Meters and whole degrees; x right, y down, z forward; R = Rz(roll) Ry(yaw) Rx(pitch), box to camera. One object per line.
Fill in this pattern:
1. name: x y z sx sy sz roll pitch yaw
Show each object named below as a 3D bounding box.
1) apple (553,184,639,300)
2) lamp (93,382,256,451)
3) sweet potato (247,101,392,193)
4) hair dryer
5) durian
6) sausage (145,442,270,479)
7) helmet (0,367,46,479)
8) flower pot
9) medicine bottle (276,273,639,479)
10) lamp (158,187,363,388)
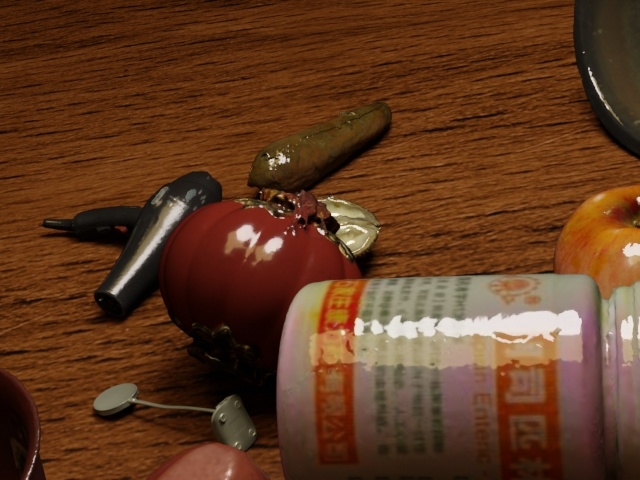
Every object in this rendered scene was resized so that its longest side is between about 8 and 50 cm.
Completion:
1. apple: 0.336 0.033 1.266 0.209 0.164 0.209 -10 31 6
2. lamp: -0.157 0.183 1.307 0.198 0.056 0.050 1 33 38
3. sweet potato: 0.012 -0.135 1.717 0.273 0.075 0.075 -32 38 -34
4. hair dryer: -0.270 0.004 1.604 0.272 0.091 0.235 0 42 39
5. durian: 0.001 0.003 1.498 0.140 0.071 0.110 -3 35 -19
6. sausage: -0.123 0.276 1.048 0.148 0.148 0.254 12 42 32
7. helmet: -0.366 0.289 1.006 0.385 0.230 0.337 -23 32 -4
8. flower pot: 0.535 -0.276 1.599 0.251 0.379 0.379 -6 25 -34
9. medicine bottle: 0.170 0.139 1.099 0.388 0.219 0.219 -1 33 12
10. lamp: -0.056 0.044 1.308 0.227 0.226 0.227 -8 32 5
